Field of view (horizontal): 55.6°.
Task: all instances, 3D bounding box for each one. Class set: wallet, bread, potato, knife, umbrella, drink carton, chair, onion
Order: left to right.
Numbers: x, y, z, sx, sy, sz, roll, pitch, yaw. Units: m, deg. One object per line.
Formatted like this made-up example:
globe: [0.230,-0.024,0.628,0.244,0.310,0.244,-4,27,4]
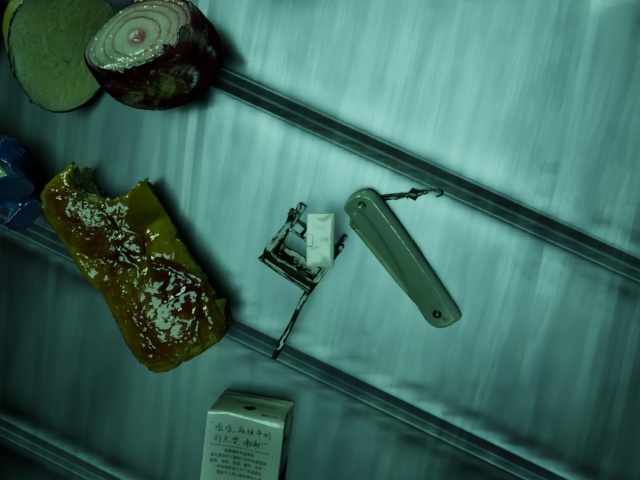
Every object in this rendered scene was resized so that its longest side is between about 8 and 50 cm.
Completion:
potato: [-0.425,-0.323,0.971,0.117,0.182,0.202,39,144,30]
bread: [-0.304,0.030,1.015,0.185,0.109,0.380,-33,91,12]
onion: [-0.258,-0.307,0.953,0.195,0.140,0.218,-28,57,10]
drink carton: [-0.128,0.384,1.046,0.134,0.102,0.222,9,100,8]
chair: [-0.055,0.066,0.985,0.113,0.106,0.229,34,100,1]
wallet: [0.000,0.000,0.910,0.044,0.011,0.083,3,100,6]
umbrella: [0.125,-0.073,0.987,0.148,0.022,0.022,-2,135,16]
knife: [0.131,0.031,0.985,0.073,0.040,0.265,-36,95,27]

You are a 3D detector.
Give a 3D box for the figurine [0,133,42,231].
figurine: [-0.566,-0.138,1.028,0.262,0.121,0.164,47,137,7]
